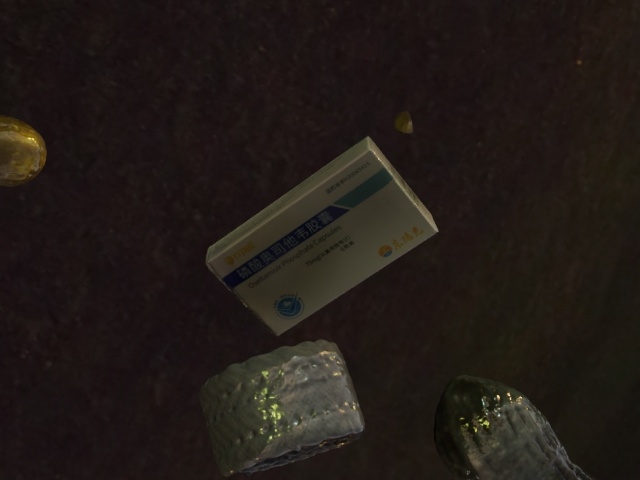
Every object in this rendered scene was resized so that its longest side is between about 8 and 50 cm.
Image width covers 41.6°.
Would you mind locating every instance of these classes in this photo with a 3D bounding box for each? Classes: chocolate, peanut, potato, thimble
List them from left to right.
[{"bbox_3d":[-0.411,-0.112,0.959,0.207,0.087,0.087,11,103,-48],"label":"peanut"},{"bbox_3d":[-0.062,0.259,1.296,0.245,0.157,0.217,-28,158,28],"label":"thimble"},{"bbox_3d":[0.187,-0.276,1.940,0.093,0.037,0.036,-103,-166,-63],"label":"potato"},{"bbox_3d":[0.201,0.231,0.814,0.110,0.248,0.110,-44,-168,12],"label":"chocolate"}]

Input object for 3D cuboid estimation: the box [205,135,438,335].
[{"bbox_3d":[0.000,0.000,1.424,0.343,0.065,0.200,-34,117,16],"label":"box"}]
